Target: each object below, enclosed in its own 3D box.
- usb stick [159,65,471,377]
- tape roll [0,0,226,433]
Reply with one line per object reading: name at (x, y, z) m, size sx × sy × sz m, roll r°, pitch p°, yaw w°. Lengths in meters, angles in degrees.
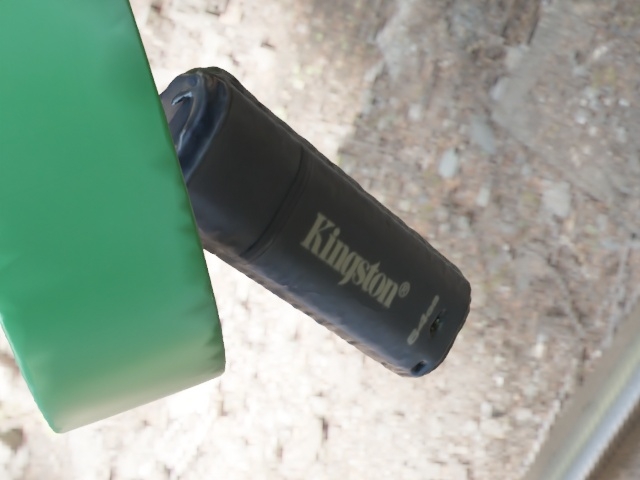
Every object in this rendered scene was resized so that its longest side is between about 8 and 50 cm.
usb stick at (0.000, 0.000, 0.751) m, size 0.045 × 0.278 × 0.077 m, roll 15°, pitch 76°, yaw 38°
tape roll at (-0.127, -0.082, 0.596) m, size 0.321 × 0.077 × 0.321 m, roll 161°, pitch 90°, yaw -80°
